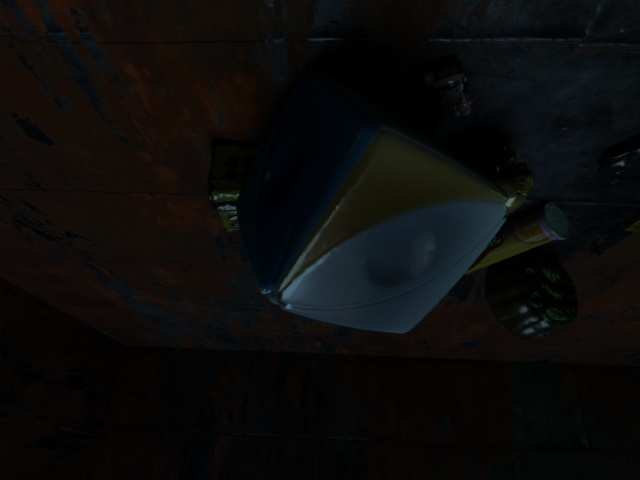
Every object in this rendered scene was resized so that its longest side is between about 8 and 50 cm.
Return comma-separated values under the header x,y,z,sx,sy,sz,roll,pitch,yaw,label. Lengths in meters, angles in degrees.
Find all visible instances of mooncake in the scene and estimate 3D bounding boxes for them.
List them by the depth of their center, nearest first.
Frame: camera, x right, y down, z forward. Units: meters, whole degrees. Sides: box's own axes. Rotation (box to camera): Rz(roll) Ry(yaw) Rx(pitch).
x,y,z,sx,sy,sz,roll,pitch,yaw,label
0.693,0.175,1.379,0.291,0.290,0.161,15,148,-22,mooncake

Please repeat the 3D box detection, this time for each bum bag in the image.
x,y,z,sx,sy,sz,roll,pitch,yaw,label
0.799,-0.163,0.952,0.310,0.074,0.137,9,155,-6,bum bag

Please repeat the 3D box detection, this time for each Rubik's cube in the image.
x,y,z,sx,sy,sz,roll,pitch,yaw,label
0.073,-0.067,0.798,0.348,0.351,0.352,20,111,-32,Rubik's cube

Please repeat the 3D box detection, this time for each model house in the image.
x,y,z,sx,sy,sz,roll,pitch,yaw,label
-0.139,-0.135,1.027,0.235,0.174,0.193,-7,152,-3,model house

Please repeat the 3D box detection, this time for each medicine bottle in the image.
x,y,z,sx,sy,sz,roll,pitch,yaw,label
0.535,0.025,1.299,0.108,0.108,0.426,17,149,-25,medicine bottle

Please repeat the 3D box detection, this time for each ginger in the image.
x,y,z,sx,sy,sz,roll,pitch,yaw,label
0.342,-0.048,0.901,0.236,0.375,0.166,-8,148,36,ginger

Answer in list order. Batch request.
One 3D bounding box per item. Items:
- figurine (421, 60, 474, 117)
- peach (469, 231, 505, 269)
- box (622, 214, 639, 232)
x,y,z,sx,sy,sz,roll,pitch,yaw,label
0.246,-0.287,0.798,0.072,0.054,0.129,2,164,35,figurine
0.348,-0.013,1.113,0.257,0.232,0.232,17,155,13,peach
0.971,-0.047,1.208,0.157,0.022,0.089,7,154,-8,box
